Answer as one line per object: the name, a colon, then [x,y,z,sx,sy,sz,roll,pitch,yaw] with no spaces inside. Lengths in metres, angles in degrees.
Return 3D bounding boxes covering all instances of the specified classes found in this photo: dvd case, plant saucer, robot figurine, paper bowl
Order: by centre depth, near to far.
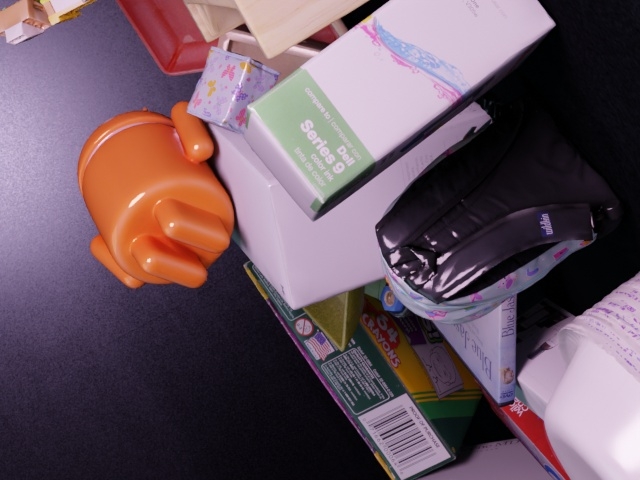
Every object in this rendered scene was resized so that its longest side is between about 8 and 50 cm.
paper bowl: [0.291,0.176,1.292,0.284,0.148,0.284,54,174,9]
robot figurine: [-0.164,-0.042,1.558,0.219,0.128,0.158,-124,23,-48]
dvd case: [0.153,0.023,1.652,0.180,0.022,0.253,-128,28,-52]
plant saucer: [-0.127,-0.310,1.807,0.259,0.047,0.258,-4,134,33]
plant saucer: [0.000,0.000,1.851,0.188,0.045,0.188,46,144,41]

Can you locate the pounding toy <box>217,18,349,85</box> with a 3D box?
pounding toy: [-0.007,-0.180,1.773,0.206,0.181,0.094,15,-167,12]

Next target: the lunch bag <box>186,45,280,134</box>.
lunch bag: [-0.085,-0.140,1.492,0.053,0.071,0.083,22,-179,-42]

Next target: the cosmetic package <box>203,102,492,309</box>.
cosmetic package: [0.026,-0.066,1.540,0.224,0.225,0.138,-135,29,-60]

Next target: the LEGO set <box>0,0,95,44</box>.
LEGO set: [-0.237,-0.284,1.560,0.287,0.132,0.107,-13,103,61]

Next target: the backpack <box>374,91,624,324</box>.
backpack: [0.134,-0.011,1.291,0.152,0.182,0.115,51,174,24]

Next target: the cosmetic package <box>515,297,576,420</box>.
cosmetic package: [0.252,0.136,1.649,0.060,0.099,0.239,56,174,-20]

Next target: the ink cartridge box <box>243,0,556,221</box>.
ink cartridge box: [0.054,-0.116,1.177,0.093,0.212,0.154,51,174,1]

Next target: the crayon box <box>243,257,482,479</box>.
crayon box: [0.081,0.099,2.182,0.363,0.106,0.313,55,-153,-9]

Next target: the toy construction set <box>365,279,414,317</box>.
toy construction set: [0.078,-0.030,1.907,0.328,0.151,0.215,-149,63,-61]

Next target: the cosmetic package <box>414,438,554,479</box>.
cosmetic package: [0.214,0.376,2.002,0.385,0.217,0.156,-43,-60,-72]

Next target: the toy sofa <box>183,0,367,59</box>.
toy sofa: [-0.058,-0.283,1.458,0.177,0.150,0.362,61,174,-14]

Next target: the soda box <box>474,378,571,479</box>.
soda box: [0.298,0.237,1.919,0.263,0.092,0.083,49,175,44]
